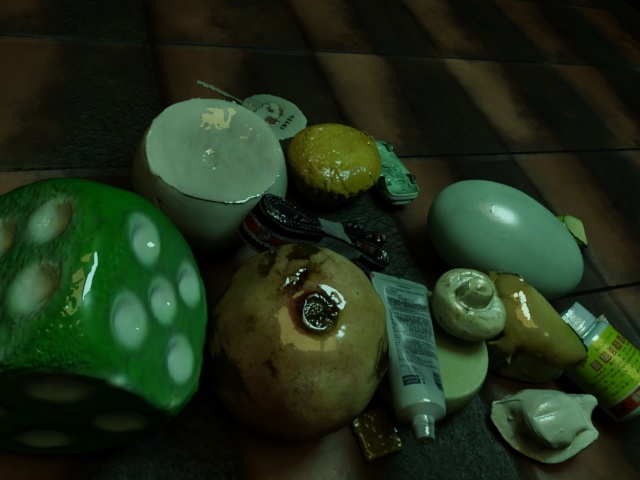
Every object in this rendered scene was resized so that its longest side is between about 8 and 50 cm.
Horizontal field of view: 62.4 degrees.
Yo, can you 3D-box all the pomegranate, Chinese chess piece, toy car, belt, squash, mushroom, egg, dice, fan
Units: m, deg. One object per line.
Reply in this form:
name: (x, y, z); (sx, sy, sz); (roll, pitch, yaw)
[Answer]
pomegranate: (-0.035, 0.161, 0.880); (0.321, 0.322, 0.322); (9, 49, -11)
Chinese chess piece: (0.197, 0.216, 1.022); (0.250, 0.101, 0.250); (9, 49, -11)
toy car: (0.166, -0.174, 1.355); (0.090, 0.076, 0.224); (-7, 46, -22)
belt: (0.000, 0.000, 1.053); (0.359, 0.094, 0.126); (14, 44, -43)
squash: (0.617, -0.026, 1.380); (0.200, 0.075, 0.090); (3, 77, -14)
mushroom: (0.278, 0.120, 0.990); (0.147, 0.112, 0.148); (8, 41, -7)
egg: (0.413, 0.006, 1.184); (0.370, 0.230, 0.230); (30, 48, -1)
dice: (-0.351, 0.112, 0.743); (0.297, 0.300, 0.287); (-14, 50, 11)
fan: (-0.192, -0.371, 1.445); (0.329, 0.009, 0.191); (27, 49, 4)

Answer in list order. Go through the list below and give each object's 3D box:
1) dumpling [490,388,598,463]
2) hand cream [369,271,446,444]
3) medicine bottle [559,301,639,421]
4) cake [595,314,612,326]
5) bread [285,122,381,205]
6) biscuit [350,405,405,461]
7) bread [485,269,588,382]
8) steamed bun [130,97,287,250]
dumpling: (0.425, 0.345, 0.990); (0.199, 0.118, 0.136); (-11, 67, 8)
hand cream: (0.155, 0.191, 0.927); (0.124, 0.078, 0.341); (14, 40, -14)
medicine bottle: (0.575, 0.248, 1.094); (0.139, 0.139, 0.225); (-29, 65, -35)
cake: (0.651, 0.234, 1.193); (0.065, 0.052, 0.121); (-12, 57, -32)
bread: (0.027, -0.182, 1.272); (0.239, 0.139, 0.240); (9, 49, -11)
biscuit: (0.101, 0.343, 0.941); (0.081, 0.018, 0.083); (-10, 55, -25)
bread: (0.381, 0.193, 1.060); (0.133, 0.174, 0.252); (-33, 74, -29)
steamed bun: (-0.227, -0.126, 1.096); (0.324, 0.206, 0.325); (10, 56, -15)
